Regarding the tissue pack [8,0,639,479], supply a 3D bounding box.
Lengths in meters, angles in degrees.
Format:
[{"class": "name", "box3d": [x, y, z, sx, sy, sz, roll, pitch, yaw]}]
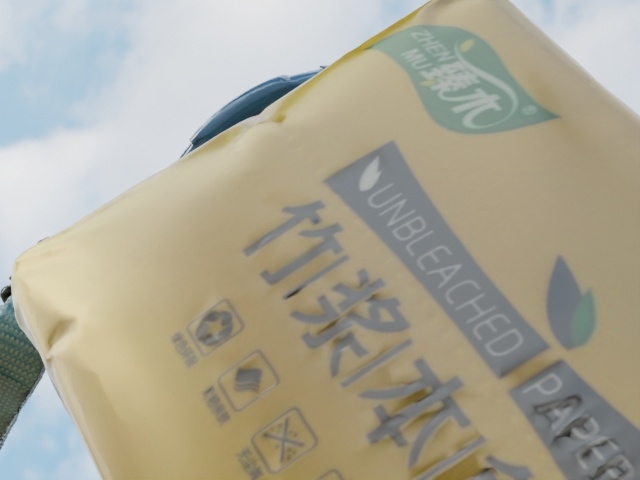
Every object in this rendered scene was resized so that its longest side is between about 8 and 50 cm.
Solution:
[{"class": "tissue pack", "box3d": [0.072, 0.104, 0.607, 0.293, 0.382, 0.228, -32, -45, -4]}]

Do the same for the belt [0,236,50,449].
[{"class": "belt", "box3d": [-0.214, 0.088, 0.962, 0.065, 0.100, 0.179, 32, -46, -8]}]

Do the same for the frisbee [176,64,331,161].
[{"class": "frisbee", "box3d": [0.000, 0.000, 0.905, 0.242, 0.045, 0.242, -8, -64, -18]}]
